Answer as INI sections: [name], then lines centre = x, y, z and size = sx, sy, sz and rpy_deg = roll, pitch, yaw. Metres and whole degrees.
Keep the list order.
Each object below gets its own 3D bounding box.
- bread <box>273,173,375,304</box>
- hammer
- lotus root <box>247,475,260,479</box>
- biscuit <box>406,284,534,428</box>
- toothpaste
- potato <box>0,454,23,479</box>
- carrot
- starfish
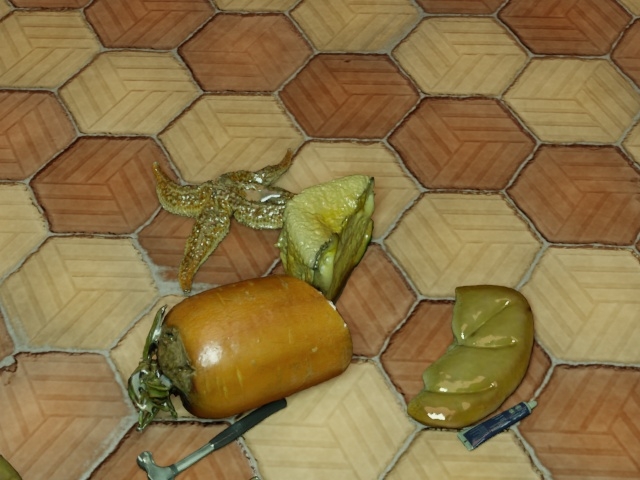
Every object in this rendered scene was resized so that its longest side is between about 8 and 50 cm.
[bread]
centre = -0.009, 0.002, 2.040
size = 0.133, 0.174, 0.251
rpy_deg = 18, 50, 14
[hammer]
centre = -0.149, 0.307, 1.873
size = 0.246, 0.029, 0.103
rpy_deg = -29, 53, -24
[lotus root]
centre = -0.073, 0.450, 1.671
size = 0.119, 0.138, 0.235
rpy_deg = -27, 54, -14
[biscuit]
centre = 0.253, 0.185, 1.962
size = 0.154, 0.045, 0.299
rpy_deg = 16, 51, 13
[toothpaste]
centre = 0.274, 0.279, 1.892
size = 0.140, 0.021, 0.037
rpy_deg = -25, 45, -18
[potato]
centre = -0.504, 0.382, 1.693
size = 0.237, 0.301, 0.288
rpy_deg = 9, 80, -18
[carrot]
centre = -0.145, 0.165, 1.881
size = 0.331, 0.193, 0.214
rpy_deg = -21, 41, -21
[starfish]
centre = -0.130, -0.059, 2.163
size = 0.293, 0.084, 0.301
rpy_deg = -12, 45, -8
